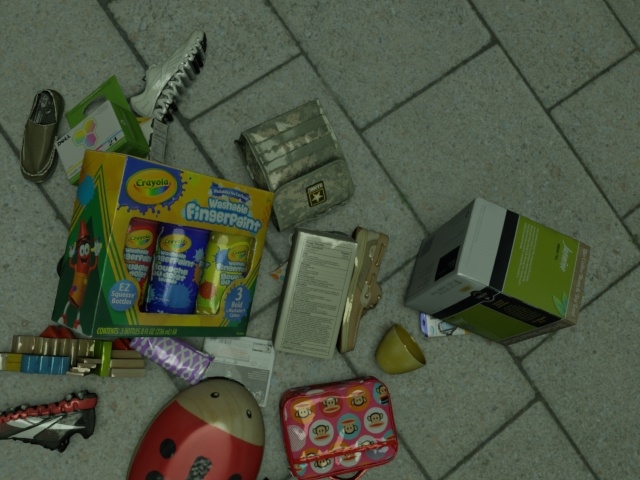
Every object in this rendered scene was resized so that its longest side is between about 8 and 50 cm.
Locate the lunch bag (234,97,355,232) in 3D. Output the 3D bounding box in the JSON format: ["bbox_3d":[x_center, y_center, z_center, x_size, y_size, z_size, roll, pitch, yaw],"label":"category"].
[{"bbox_3d":[-0.060,-0.189,1.691,0.235,0.169,0.287,-27,96,-16],"label":"lunch bag"}]

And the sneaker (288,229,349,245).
[{"bbox_3d":[0.000,0.000,1.720,0.166,0.076,0.065,-1,84,-11],"label":"sneaker"}]

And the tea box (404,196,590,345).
[{"bbox_3d":[0.442,0.095,1.643,0.323,0.329,0.220,24,67,-8],"label":"tea box"}]

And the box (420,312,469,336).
[{"bbox_3d":[0.341,0.225,1.778,0.136,0.028,0.081,-2,83,-8],"label":"box"}]

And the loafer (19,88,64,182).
[{"bbox_3d":[-0.713,-0.272,1.620,0.094,0.087,0.251,5,82,-10],"label":"loafer"}]

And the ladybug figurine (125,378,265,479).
[{"bbox_3d":[-0.302,0.556,1.540,0.305,0.162,0.449,26,83,-7],"label":"ladybug figurine"}]

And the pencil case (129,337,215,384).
[{"bbox_3d":[-0.364,0.272,1.568,0.206,0.086,0.088,33,108,-12],"label":"pencil case"}]

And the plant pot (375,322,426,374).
[{"bbox_3d":[0.203,0.301,1.703,0.095,0.134,0.134,-40,91,15],"label":"plant pot"}]

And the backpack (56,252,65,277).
[{"bbox_3d":[-0.483,0.064,1.555,0.225,0.191,0.253,-55,129,-12],"label":"backpack"}]

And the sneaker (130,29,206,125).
[{"bbox_3d":[-0.398,-0.444,1.696,0.118,0.110,0.292,27,78,3],"label":"sneaker"}]

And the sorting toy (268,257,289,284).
[{"bbox_3d":[-0.081,0.090,1.718,0.083,0.045,0.075,-42,111,-12],"label":"sorting toy"}]

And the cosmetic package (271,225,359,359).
[{"bbox_3d":[-0.017,0.133,1.642,0.160,0.113,0.310,12,96,-9],"label":"cosmetic package"}]

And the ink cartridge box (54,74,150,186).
[{"bbox_3d":[-0.559,-0.277,1.579,0.188,0.097,0.255,-34,70,15],"label":"ink cartridge box"}]

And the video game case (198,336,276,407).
[{"bbox_3d":[-0.219,0.333,1.666,0.190,0.022,0.173,11,81,-10],"label":"video game case"}]

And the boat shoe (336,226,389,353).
[{"bbox_3d":[0.113,0.135,1.700,0.110,0.121,0.341,13,80,-8],"label":"boat shoe"}]

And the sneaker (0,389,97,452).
[{"bbox_3d":[-0.669,0.449,1.530,0.276,0.097,0.135,-10,82,-13],"label":"sneaker"}]

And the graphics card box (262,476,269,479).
[{"bbox_3d":[-0.026,0.755,1.540,0.094,0.233,0.371,-42,92,-12],"label":"graphics card box"}]

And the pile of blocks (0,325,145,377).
[{"bbox_3d":[-0.601,0.264,1.541,0.362,0.149,0.113,4,82,-9],"label":"pile of blocks"}]

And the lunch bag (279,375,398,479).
[{"bbox_3d":[0.046,0.496,1.650,0.293,0.120,0.258,-9,88,-10],"label":"lunch bag"}]

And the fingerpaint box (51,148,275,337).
[{"bbox_3d":[-0.333,0.024,1.456,0.444,0.163,0.371,12,90,-52],"label":"fingerpaint box"}]

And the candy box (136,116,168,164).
[{"bbox_3d":[-0.483,-0.191,1.627,0.159,0.071,0.234,1,81,19],"label":"candy box"}]
